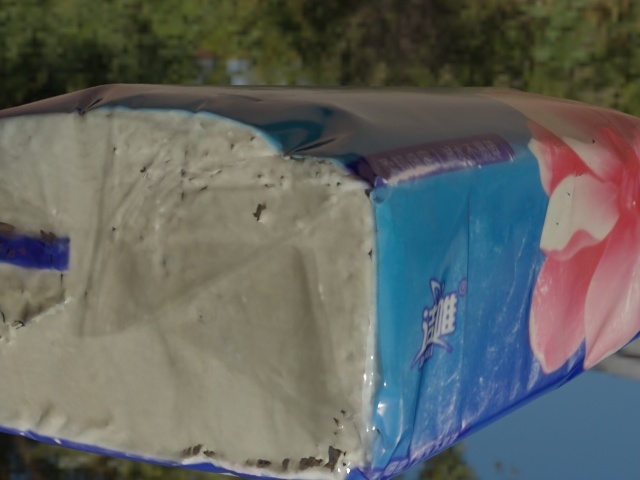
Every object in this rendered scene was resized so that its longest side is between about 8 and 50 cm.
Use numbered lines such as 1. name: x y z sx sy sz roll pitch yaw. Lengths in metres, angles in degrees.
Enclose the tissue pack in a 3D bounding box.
1. tissue pack: 0.000 0.000 0.647 0.209 0.137 0.270 3 -171 33
